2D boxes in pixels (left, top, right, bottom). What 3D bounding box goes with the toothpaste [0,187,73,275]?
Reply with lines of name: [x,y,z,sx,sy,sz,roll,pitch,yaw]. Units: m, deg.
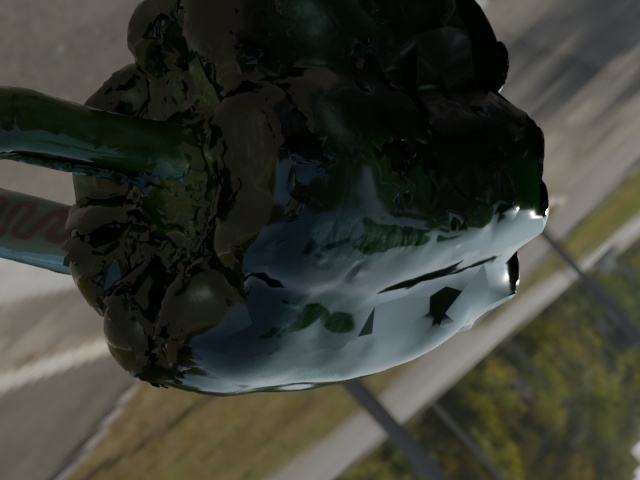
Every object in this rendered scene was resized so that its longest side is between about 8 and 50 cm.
toothpaste: [-0.098,0.008,0.975,0.056,0.205,0.036,-72,176,-54]

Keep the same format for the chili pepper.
chili pepper: [-0.038,-0.023,0.737,0.261,0.165,0.174,-3,153,-36]
